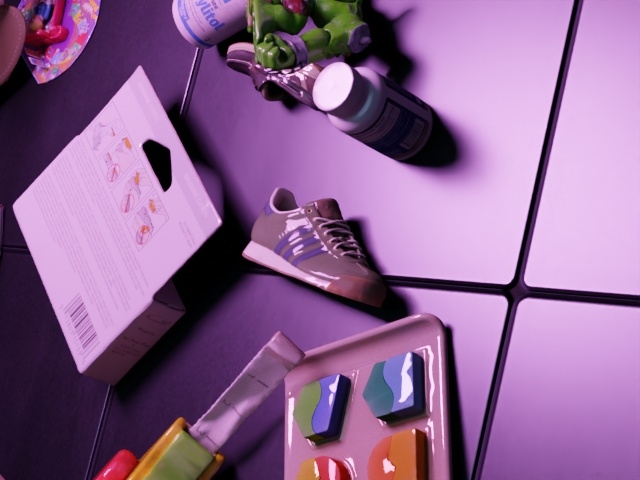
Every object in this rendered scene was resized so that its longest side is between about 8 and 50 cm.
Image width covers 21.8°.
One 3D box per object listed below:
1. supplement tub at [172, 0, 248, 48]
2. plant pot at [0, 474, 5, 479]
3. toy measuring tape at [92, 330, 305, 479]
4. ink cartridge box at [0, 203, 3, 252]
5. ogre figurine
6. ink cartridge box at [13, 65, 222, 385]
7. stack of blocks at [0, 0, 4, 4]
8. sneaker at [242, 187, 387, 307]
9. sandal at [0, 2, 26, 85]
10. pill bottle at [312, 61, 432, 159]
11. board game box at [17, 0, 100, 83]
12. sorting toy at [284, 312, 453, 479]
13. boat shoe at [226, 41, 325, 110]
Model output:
[{"bbox_3d":[-0.103,-0.262,1.822,0.107,0.071,0.071,-26,57,33],"label":"supplement tub"},{"bbox_3d":[-0.438,0.337,1.822,0.165,0.167,0.167,-43,49,29],"label":"plant pot"},{"bbox_3d":[-0.138,0.223,1.613,0.330,0.121,0.121,-47,48,24],"label":"toy measuring tape"},{"bbox_3d":[-0.491,-0.006,2.021,0.175,0.127,0.072,-19,64,36],"label":"ink cartridge box"},{"bbox_3d":[-0.013,-0.229,1.686,0.197,0.118,0.097,-112,21,-74],"label":"ogre figurine"},{"bbox_3d":[-0.214,-0.020,1.830,0.239,0.060,0.275,-44,49,18],"label":"ink cartridge box"},{"bbox_3d":[-0.420,-0.371,1.989,0.087,0.297,0.171,29,124,44],"label":"stack of blocks"},{"bbox_3d":[0.000,0.000,1.628,0.192,0.064,0.086,21,92,47],"label":"sneaker"},{"bbox_3d":[-0.439,-0.212,2.095,0.240,0.088,0.079,-58,13,24],"label":"sandal"},{"bbox_3d":[0.049,-0.127,1.599,0.067,0.120,0.067,-17,62,35],"label":"pill bottle"},{"bbox_3d":[-0.342,-0.281,2.067,0.133,0.033,0.169,-49,49,16],"label":"board game box"},{"bbox_3d":[0.037,0.185,1.540,0.193,0.038,0.208,-21,60,34],"label":"sorting toy"},{"bbox_3d":[-0.049,-0.172,1.748,0.152,0.056,0.049,18,80,44],"label":"boat shoe"}]
